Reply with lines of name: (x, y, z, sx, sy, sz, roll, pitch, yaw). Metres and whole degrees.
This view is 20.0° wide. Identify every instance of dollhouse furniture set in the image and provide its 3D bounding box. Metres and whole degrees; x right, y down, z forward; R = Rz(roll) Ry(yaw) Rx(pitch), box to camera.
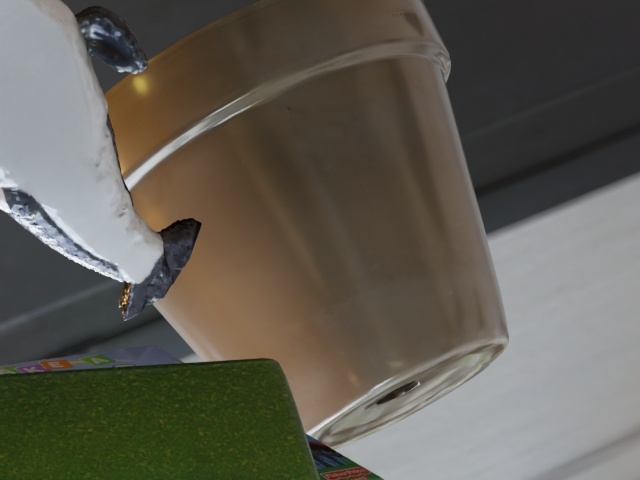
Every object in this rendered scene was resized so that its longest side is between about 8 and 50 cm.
dollhouse furniture set: (-0.143, 0.155, 0.389, 0.151, 0.302, 0.197, 111, 149, -48)

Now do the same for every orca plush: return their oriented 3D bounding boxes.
orca plush: (-0.173, -0.085, 1.140, 0.287, 0.151, 0.102, 41, -175, -40)

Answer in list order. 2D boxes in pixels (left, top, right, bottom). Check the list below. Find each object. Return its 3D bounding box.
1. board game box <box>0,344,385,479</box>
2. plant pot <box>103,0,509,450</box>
board game box: (-0.095, 0.107, 0.890, 0.211, 0.160, 0.039, 22, 112, 50)
plant pot: (0.000, 0.000, 1.393, 0.280, 0.323, 0.323, 61, 167, 14)
